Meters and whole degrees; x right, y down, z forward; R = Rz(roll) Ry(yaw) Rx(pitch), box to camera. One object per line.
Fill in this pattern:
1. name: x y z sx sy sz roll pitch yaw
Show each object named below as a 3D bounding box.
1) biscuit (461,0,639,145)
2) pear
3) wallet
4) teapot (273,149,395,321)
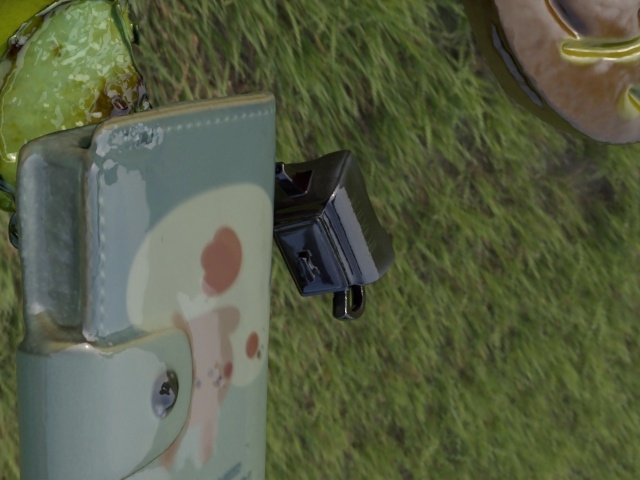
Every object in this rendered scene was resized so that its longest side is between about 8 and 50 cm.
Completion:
1. biscuit: 0.277 -0.278 0.830 0.350 0.070 0.394 40 82 -30
2. pear: -0.263 -0.123 0.879 0.164 0.255 0.238 -32 133 -25
3. wallet: -0.107 0.085 0.678 0.252 0.083 0.361 -23 118 -61
4. teapot: 0.000 0.000 0.891 0.087 0.096 0.177 -12 117 24
